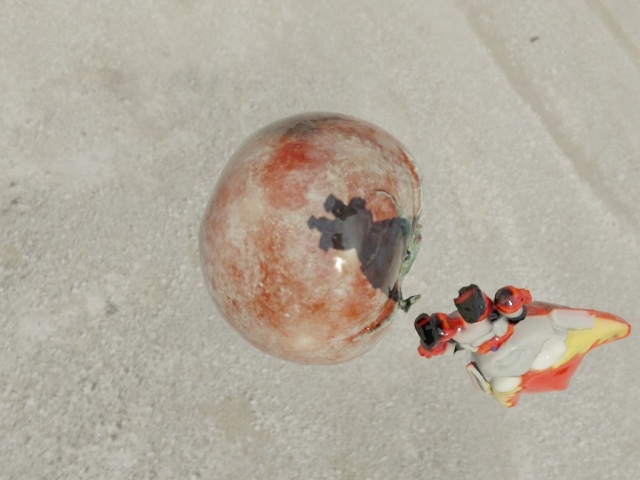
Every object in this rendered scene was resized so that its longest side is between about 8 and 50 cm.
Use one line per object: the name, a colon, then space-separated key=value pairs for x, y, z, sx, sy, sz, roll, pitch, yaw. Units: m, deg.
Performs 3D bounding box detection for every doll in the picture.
doll: x=0.125 y=0.065 z=0.407 sx=0.169 sy=0.109 sz=0.057 roll=29 pitch=30 yaw=-38

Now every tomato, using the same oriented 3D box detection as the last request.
tomato: x=0.000 y=0.000 z=0.795 sx=0.283 sy=0.316 sz=0.316 roll=15 pitch=43 yaw=13
